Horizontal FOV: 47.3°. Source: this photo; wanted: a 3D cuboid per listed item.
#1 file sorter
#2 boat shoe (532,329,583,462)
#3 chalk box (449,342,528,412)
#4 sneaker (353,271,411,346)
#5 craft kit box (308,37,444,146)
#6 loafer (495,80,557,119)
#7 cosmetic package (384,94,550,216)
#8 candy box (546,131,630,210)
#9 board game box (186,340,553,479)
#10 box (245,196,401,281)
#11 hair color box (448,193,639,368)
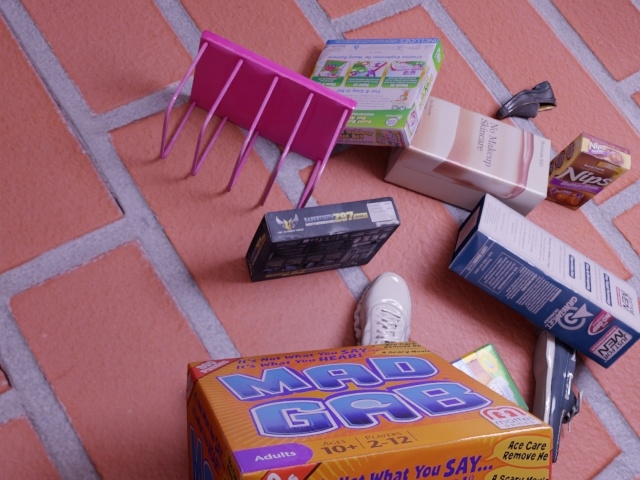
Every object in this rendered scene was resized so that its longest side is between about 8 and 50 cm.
[{"bbox_3d":[-0.122,-0.189,1.308,0.290,0.202,0.182,25,63,-5],"label":"file sorter"},{"bbox_3d":[0.427,0.283,1.319,0.079,0.095,0.255,13,53,2],"label":"boat shoe"},{"bbox_3d":[0.252,0.268,1.246,0.213,0.132,0.132,-22,74,-24],"label":"chalk box"},{"bbox_3d":[0.107,0.178,1.255,0.110,0.118,0.292,19,60,-6],"label":"sneaker"},{"bbox_3d":[0.089,-0.295,1.430,0.249,0.061,0.247,7,55,27],"label":"craft kit box"},{"bbox_3d":[0.461,-0.299,1.617,0.170,0.062,0.061,-28,81,-25],"label":"loafer"},{"bbox_3d":[0.294,-0.162,1.461,0.296,0.129,0.153,18,60,-9],"label":"cosmetic package"},{"bbox_3d":[0.526,-0.137,1.487,0.109,0.187,0.053,19,61,-7],"label":"candy box"},{"bbox_3d":[0.034,0.361,0.937,0.356,0.356,0.357,-3,100,-18],"label":"board game box"},{"bbox_3d":[0.000,0.000,1.266,0.232,0.183,0.059,-8,68,-19],"label":"box"},{"bbox_3d":[0.420,0.072,1.369,0.347,0.105,0.174,32,32,1],"label":"hair color box"}]
